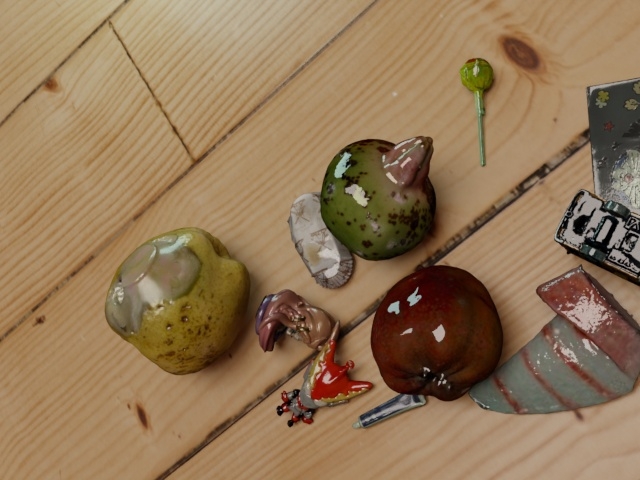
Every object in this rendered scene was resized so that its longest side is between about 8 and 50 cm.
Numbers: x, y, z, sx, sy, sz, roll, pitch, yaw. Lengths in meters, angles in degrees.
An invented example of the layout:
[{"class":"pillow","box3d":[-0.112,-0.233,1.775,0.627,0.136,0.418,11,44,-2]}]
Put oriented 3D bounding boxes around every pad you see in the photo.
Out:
[{"class":"pad","box3d":[0.518,-0.149,1.377,0.170,0.006,0.246,-7,74,26]}]

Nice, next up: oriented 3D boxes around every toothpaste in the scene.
[{"class":"toothpaste","box3d":[0.114,0.289,1.456,0.139,0.021,0.037,-29,64,16]}]

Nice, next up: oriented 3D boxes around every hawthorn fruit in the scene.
[{"class":"hawthorn fruit","box3d":[0.181,0.126,1.375,0.208,0.208,0.248,-19,45,22]}]

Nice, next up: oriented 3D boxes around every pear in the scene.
[{"class":"pear","box3d":[-0.258,0.108,1.584,0.271,0.271,0.271,-7,73,25]}]

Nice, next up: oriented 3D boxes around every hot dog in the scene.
[{"class":"hot dog","box3d":[0.000,0.000,1.575,0.099,0.053,0.192,-32,67,17]}]

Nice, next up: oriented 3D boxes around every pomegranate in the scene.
[{"class":"pomegranate","box3d":[0.111,-0.092,1.435,0.248,0.214,0.214,-54,54,42]}]

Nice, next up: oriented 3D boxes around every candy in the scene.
[{"class":"candy","box3d":[0.277,-0.226,1.502,0.058,0.062,0.194,0,83,-18]}]

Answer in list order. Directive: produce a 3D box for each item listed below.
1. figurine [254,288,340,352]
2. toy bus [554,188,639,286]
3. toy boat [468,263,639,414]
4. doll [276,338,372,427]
[{"class":"figurine","box3d":[-0.045,0.143,1.525,0.156,0.126,0.114,-1,108,28]},{"class":"toy bus","box3d":[0.467,0.008,1.297,0.201,0.114,0.098,28,91,25]},{"class":"toy boat","box3d":[0.358,0.192,1.331,0.282,0.096,0.206,-45,76,20]},{"class":"doll","box3d":[-0.003,0.262,1.504,0.169,0.057,0.109,-41,88,23]}]
